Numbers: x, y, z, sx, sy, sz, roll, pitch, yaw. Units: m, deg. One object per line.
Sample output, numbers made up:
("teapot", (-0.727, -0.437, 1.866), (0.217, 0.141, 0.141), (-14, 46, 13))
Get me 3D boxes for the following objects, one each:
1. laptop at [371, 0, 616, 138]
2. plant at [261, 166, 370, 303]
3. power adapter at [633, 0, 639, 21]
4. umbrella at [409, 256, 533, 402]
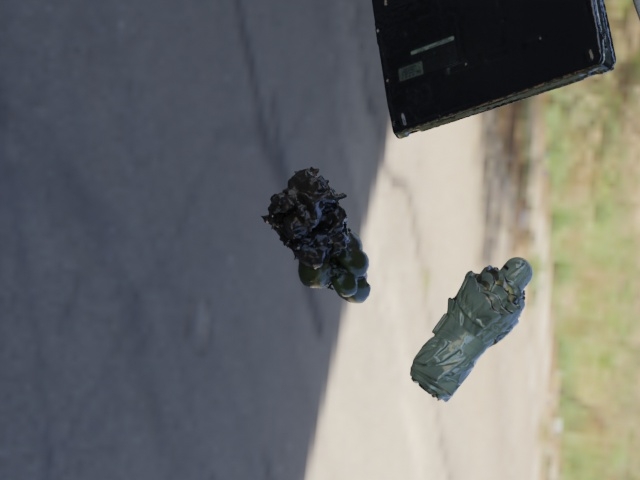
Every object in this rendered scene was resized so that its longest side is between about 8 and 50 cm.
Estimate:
("laptop", (0.141, -0.185, 1.653), (0.026, 0.207, 0.154), (18, 60, -58))
("plant", (0.000, 0.000, 1.793), (0.174, 0.087, 0.085), (57, 24, -51))
("power adapter", (0.188, -0.039, 0.652), (0.205, 0.130, 0.125), (42, 29, -66))
("umbrella", (0.132, 0.072, 1.680), (0.143, 0.062, 0.067), (-50, -160, 4))
